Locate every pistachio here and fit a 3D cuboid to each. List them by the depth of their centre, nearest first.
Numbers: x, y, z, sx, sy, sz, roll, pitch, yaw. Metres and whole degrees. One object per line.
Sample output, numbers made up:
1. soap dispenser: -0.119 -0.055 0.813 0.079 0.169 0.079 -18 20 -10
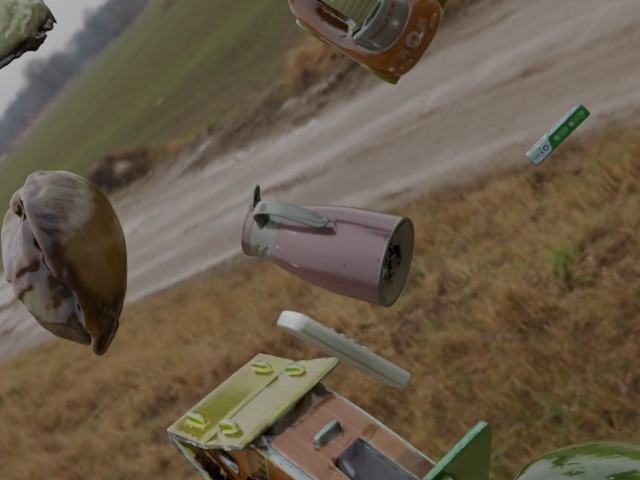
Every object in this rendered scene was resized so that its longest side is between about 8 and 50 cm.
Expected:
1. pistachio: -0.264 0.025 1.155 0.130 0.210 0.165 -28 -17 10

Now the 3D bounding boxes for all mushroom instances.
1. mushroom: -0.544 -0.340 1.738 0.247 0.130 0.344 -20 21 -3

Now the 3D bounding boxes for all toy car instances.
1. toy car: 0.038 -0.322 1.482 0.145 0.235 0.235 -58 12 13

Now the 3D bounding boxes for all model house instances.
1. model house: -0.026 0.305 1.210 0.323 0.340 0.300 32 55 32

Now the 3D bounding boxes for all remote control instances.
1. remote control: 0.029 0.147 1.518 0.029 0.190 0.087 -63 17 -10

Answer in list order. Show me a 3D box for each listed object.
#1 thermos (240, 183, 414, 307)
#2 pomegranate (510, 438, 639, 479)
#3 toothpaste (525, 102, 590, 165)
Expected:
1. thermos: 0.000 0.000 1.767 0.176 0.265 0.146 68 -140 -59
2. pomegranate: 0.205 0.201 0.645 0.187 0.225 0.187 177 90 -72
3. toothpaste: 0.267 -0.120 1.254 0.083 0.017 0.020 -45 11 12
